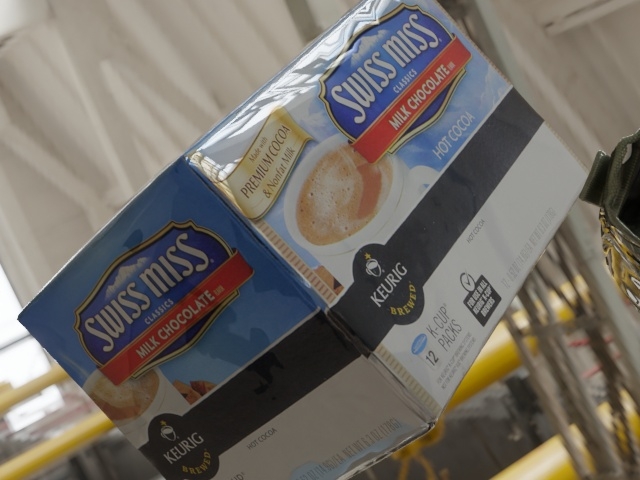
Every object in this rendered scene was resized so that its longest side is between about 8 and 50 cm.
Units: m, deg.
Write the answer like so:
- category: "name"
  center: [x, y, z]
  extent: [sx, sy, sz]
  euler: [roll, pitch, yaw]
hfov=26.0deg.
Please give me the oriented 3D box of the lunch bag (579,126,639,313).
- category: "lunch bag"
  center: [0.283, 0.004, 0.716]
  extent: [0.287, 0.169, 0.235]
  euler: [15, -4, 14]

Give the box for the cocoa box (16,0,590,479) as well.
- category: "cocoa box"
  center: [0.000, 0.000, 1.012]
  extent: [0.228, 0.347, 0.231]
  euler: [48, -49, -5]
